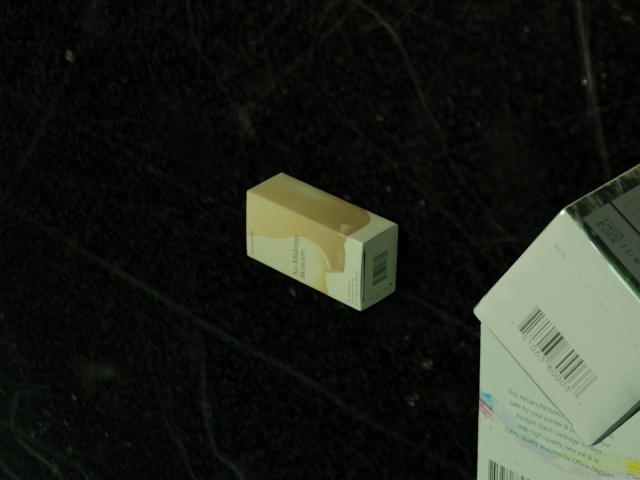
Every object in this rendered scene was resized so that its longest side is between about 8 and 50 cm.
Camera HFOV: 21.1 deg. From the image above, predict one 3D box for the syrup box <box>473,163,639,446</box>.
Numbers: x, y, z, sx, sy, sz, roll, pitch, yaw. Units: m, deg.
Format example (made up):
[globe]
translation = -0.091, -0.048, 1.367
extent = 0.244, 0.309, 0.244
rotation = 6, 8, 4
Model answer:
[syrup box]
translation = 0.201, 0.003, 0.899
extent = 0.093, 0.237, 0.096
rotation = 50, 137, 14

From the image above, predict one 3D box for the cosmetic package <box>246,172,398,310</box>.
[cosmetic package]
translation = 0.000, 0.000, 1.254
extent = 0.115, 0.041, 0.060
rotation = 24, 127, 36

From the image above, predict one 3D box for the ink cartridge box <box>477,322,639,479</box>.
[ink cartridge box]
translation = 0.183, 0.107, 1.058
extent = 0.128, 0.127, 0.176
rotation = 23, 127, 37
